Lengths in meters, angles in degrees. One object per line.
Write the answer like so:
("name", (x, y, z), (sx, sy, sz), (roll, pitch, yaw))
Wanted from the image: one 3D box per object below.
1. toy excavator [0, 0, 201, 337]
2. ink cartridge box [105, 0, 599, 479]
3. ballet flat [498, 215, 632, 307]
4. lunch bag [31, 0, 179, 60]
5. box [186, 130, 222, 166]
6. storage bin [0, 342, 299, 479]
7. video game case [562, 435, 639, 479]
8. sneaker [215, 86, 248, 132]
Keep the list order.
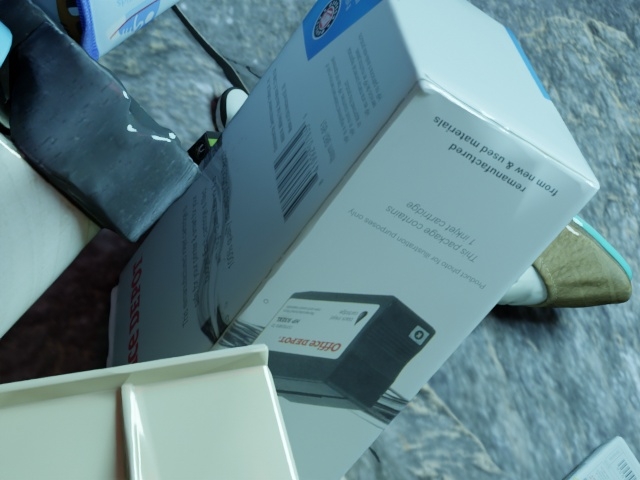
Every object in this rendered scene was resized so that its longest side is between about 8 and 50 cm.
("toy excavator", (-0.324, -0.143, 0.647), (0.222, 0.433, 0.445), (-45, 117, -4))
("ink cartridge box", (0.000, 0.000, 0.766), (0.129, 0.307, 0.223), (29, 25, -22))
("ballet flat", (0.110, -0.023, 1.056), (0.342, 0.116, 0.124), (41, 66, -10))
("lunch bag", (-0.170, -0.370, 0.845), (0.239, 0.385, 0.328), (17, 42, 22))
("box", (-0.075, -0.038, 0.925), (0.062, 0.083, 0.052), (1, 64, -37))
("storage bin", (-0.144, 0.172, 0.567), (0.260, 0.262, 0.123), (-8, 63, -14))
("video game case", (0.252, 0.302, 1.013), (0.206, 0.026, 0.227), (-28, 83, -44))
("sneaker", (-0.051, -0.079, 0.999), (0.040, 0.044, 0.109), (-6, 66, -38))
